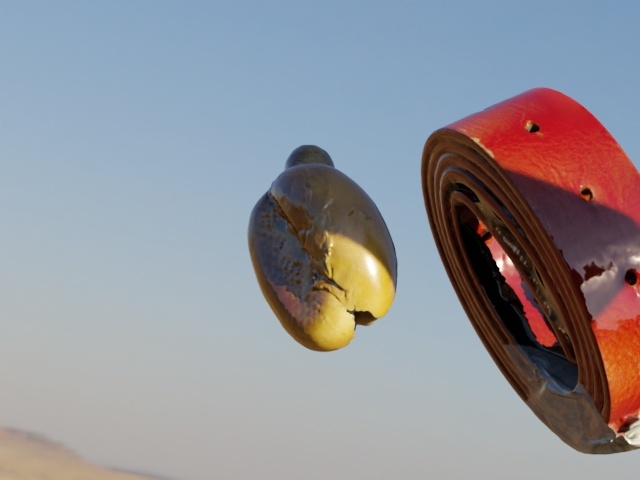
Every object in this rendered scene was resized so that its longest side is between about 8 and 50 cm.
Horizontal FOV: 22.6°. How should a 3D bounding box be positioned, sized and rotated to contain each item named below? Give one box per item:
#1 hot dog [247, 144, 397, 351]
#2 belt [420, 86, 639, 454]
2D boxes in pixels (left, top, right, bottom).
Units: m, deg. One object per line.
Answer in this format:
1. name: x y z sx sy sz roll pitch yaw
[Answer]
1. hot dog: -0.001 0.002 0.954 0.060 0.090 0.140 9 34 -44
2. belt: 0.210 0.031 1.377 0.115 0.324 0.227 -24 -12 -18
